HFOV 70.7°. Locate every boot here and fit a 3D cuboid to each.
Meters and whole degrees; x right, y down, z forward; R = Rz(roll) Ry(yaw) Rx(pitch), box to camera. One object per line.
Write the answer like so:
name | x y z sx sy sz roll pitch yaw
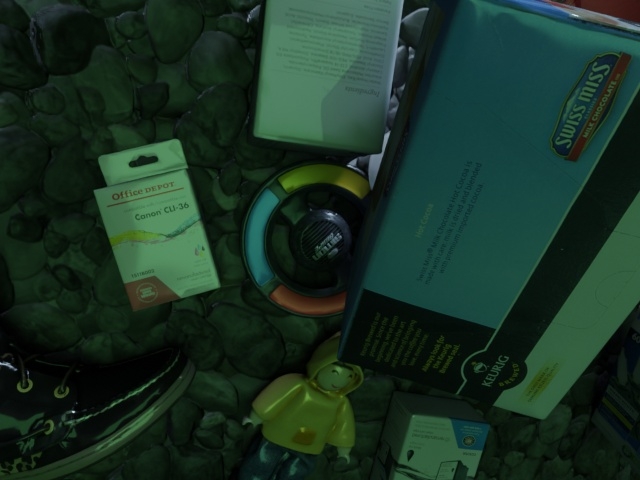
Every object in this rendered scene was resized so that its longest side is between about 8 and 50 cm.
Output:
boot | -0.377 0.144 0.546 0.376 0.138 0.285 -22 103 -2

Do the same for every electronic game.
electronic game | 0.000 0.000 0.642 0.228 0.048 0.230 -2 99 -12

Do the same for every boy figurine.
boy figurine | -0.018 0.270 0.663 0.177 0.092 0.285 32 95 -12

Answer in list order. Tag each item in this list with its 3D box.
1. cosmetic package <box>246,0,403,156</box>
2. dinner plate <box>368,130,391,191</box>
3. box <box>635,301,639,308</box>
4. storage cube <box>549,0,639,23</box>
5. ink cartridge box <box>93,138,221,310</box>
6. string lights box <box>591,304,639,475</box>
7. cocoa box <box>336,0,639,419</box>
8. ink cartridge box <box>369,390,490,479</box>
cosmetic package | -0.005 -0.203 0.554 0.151 0.151 0.184 6 97 -12
dinner plate | 0.133 -0.095 0.652 0.141 0.017 0.142 2 86 -23
box | 0.645 -0.037 0.760 0.307 0.076 0.243 -14 102 -9
storage cube | 0.319 -0.218 0.586 0.193 0.184 0.215 43 102 -15
ink cartridge box | -0.210 -0.024 0.583 0.115 0.067 0.199 -16 102 -9
string lights box | 0.545 0.241 0.719 0.076 0.133 0.260 -5 118 -11
cocoa box | 0.171 -0.043 0.452 0.227 0.232 0.348 15 123 1
ink cartridge box | 0.167 0.353 0.721 0.139 0.082 0.191 12 95 -14
